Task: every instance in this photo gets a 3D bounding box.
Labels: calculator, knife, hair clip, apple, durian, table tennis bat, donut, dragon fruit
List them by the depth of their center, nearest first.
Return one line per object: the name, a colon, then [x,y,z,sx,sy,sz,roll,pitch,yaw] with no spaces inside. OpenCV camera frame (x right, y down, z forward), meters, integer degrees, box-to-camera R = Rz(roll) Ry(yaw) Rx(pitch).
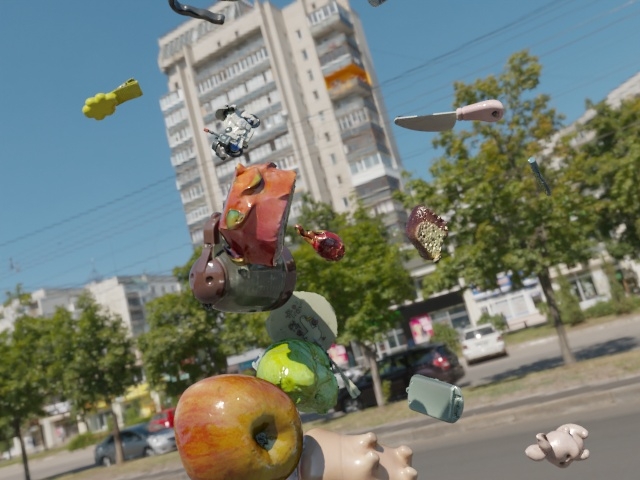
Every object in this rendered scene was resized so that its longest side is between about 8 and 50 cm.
apple: [-0.178,0.445,1.481,0.301,0.301,0.301,-15,-12,-3]
dragon fruit: [-0.175,-0.071,1.688,0.189,0.290,0.290,12,-15,-4]
hair clip: [-0.584,-0.392,1.793,0.173,0.072,0.046,-32,36,-18]
table tennis bat: [0.621,-0.183,1.813,0.019,0.100,0.155,-30,-43,14]
durian: [-0.070,0.399,1.891,0.256,0.204,0.339,26,-8,33]
knife: [0.401,-0.381,1.999,0.336,0.043,0.081,-5,-48,15]
dragon fruit: [0.000,0.000,2.087,0.094,0.190,0.094,-55,-9,-13]
donut: [0.338,-0.023,2.095,0.144,0.126,0.186,-14,36,51]
calculator: [0.421,0.587,2.375,0.246,0.141,0.045,8,3,42]

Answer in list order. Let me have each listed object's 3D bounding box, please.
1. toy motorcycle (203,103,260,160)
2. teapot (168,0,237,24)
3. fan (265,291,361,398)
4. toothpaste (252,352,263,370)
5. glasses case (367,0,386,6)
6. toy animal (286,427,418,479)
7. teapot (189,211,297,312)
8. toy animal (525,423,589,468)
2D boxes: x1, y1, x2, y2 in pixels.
toy motorcycle: [-0.300,-0.368,2.137,0.150,0.221,0.102,27,-36,-6]
teapot: [-0.323,-0.705,1.612,0.285,0.223,0.305,1,-1,4]
fan: [-0.003,0.345,2.098,0.233,0.415,0.012,-41,-4,-1]
toothpaste: [-0.193,0.510,2.392,0.062,0.216,0.037,-51,-42,6]
glasses case: [0.194,-0.743,1.867,0.178,0.067,0.045,-42,24,-30]
toy animal: [0.074,0.589,1.606,0.269,0.326,0.237,-55,14,22]
teapot: [-0.247,0.065,1.889,0.233,0.315,0.312,3,2,33]
toy animal: [0.666,0.588,1.785,0.212,0.124,0.124,-5,-16,-43]
